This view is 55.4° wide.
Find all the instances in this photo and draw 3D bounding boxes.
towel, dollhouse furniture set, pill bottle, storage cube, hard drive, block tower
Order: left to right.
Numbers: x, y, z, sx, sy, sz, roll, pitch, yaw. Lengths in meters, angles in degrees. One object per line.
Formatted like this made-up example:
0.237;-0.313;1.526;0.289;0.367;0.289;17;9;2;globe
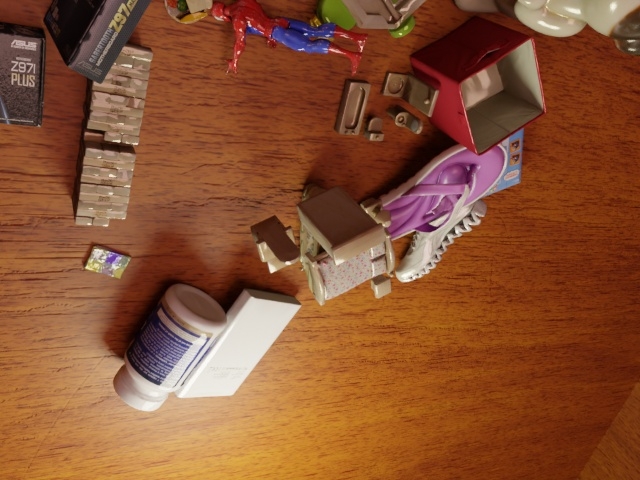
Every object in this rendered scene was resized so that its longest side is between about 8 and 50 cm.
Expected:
-0.443;0.046;1.265;0.083;0.009;0.060;23;107;-36;towel
-0.377;-0.194;1.089;0.091;0.097;0.335;3;121;-29;block tower
-0.338;0.240;1.355;0.153;0.153;0.265;27;105;-38;pill bottle
-0.198;0.254;1.475;0.307;0.040;0.203;-53;148;12;hard drive
0.046;0.085;1.327;0.303;0.174;0.355;-25;133;-15;dollhouse furniture set
0.136;-0.272;1.281;0.151;0.123;0.144;-1;121;-27;dollhouse furniture set
0.334;-0.331;1.301;0.183;0.193;0.215;-33;131;-4;storage cube

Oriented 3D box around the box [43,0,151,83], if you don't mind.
-0.330;-0.360;0.909;0.059;0.233;0.183;25;107;-43;box

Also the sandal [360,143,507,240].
0.254;-0.079;1.415;0.416;0.102;0.169;-32;131;21;sandal

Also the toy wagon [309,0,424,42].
0.106;-0.512;1.145;0.344;0.068;0.267;-42;130;5;toy wagon

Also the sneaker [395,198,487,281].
0.282;-0.019;1.554;0.118;0.110;0.292;37;105;-16;sneaker

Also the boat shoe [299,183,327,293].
0.000;0.000;1.428;0.104;0.089;0.285;-21;133;-33;boat shoe

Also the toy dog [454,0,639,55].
0.510;-0.493;1.144;0.395;0.408;0.285;12;115;-32;toy dog

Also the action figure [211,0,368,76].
-0.069;-0.354;1.118;0.280;0.091;0.139;19;146;-4;action figure

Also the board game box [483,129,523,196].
0.432;-0.214;1.529;0.160;0.039;0.211;-21;128;-14;board game box

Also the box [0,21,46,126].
-0.535;-0.269;0.964;0.180;0.077;0.147;2;119;-28;box

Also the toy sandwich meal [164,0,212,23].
-0.227;-0.415;1.058;0.085;0.029;0.086;-14;126;-19;toy sandwich meal
